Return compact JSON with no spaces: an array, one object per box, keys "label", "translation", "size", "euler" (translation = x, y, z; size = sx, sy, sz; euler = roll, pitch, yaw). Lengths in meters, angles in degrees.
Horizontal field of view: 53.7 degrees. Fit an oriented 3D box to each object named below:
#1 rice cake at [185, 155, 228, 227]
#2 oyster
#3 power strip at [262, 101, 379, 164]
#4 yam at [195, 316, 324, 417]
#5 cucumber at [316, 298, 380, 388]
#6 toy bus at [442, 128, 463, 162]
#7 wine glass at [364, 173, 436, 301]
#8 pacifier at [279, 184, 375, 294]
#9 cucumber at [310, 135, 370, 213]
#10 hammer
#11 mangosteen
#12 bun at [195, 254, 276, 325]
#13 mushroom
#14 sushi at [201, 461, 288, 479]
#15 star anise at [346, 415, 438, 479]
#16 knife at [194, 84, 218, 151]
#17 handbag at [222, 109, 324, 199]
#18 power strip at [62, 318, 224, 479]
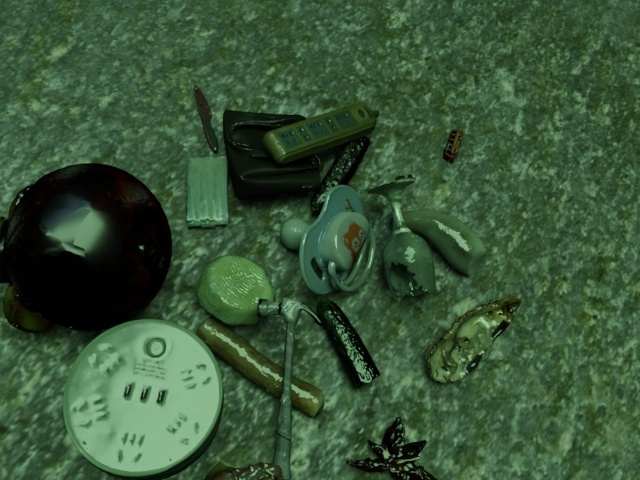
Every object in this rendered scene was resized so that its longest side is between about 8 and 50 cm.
[{"label":"rice cake","translation":[-0.305,-0.131,1.712],"size":[0.124,0.038,0.211],"euler":[-4,66,-12]},{"label":"oyster","translation":[0.396,0.245,1.630],"size":[0.345,0.079,0.128],"euler":[-35,95,-24]},{"label":"power strip","translation":[0.021,-0.302,1.729],"size":[0.388,0.066,0.092],"euler":[-25,73,-32]},{"label":"yam","translation":[-0.144,0.302,1.509],"size":[0.357,0.081,0.081],"euler":[31,64,5]},{"label":"cucumber","translation":[0.063,0.248,1.568],"size":[0.075,0.074,0.241],"euler":[-22,69,-18]},{"label":"toy bus","translation":[0.400,-0.287,1.904],"size":[0.043,0.031,0.110],"euler":[21,61,4]},{"label":"wine glass","translation":[0.214,-0.004,1.639],"size":[0.144,0.143,0.321],"euler":[-12,84,-14]},{"label":"pacifier","translation":[0.000,0.000,1.636],"size":[0.233,0.244,0.299],"euler":[12,55,31]},{"label":"cucumber","translation":[0.054,-0.184,1.780],"size":[0.072,0.072,0.300],"euler":[27,65,5]},{"label":"hammer","translation":[-0.087,0.345,1.446],"size":[0.152,0.044,0.426],"euler":[6,85,1]},{"label":"mangosteen","translation":[-0.548,0.027,1.420],"size":[0.422,0.381,0.380],"euler":[-18,68,-7]},{"label":"bun","translation":[-0.208,0.133,1.551],"size":[0.196,0.118,0.195],"euler":[17,40,-15]},{"label":"mushroom","translation":[0.327,-0.018,1.723],"size":[0.270,0.103,0.118],"euler":[34,100,11]},{"label":"sushi","translation":[-0.181,0.581,1.317],"size":[0.270,0.171,0.236],"euler":[-19,69,-19]},{"label":"star anise","translation":[0.182,0.499,1.477],"size":[0.212,0.053,0.157],"euler":[25,64,6]},{"label":"knife","translation":[-0.330,-0.357,1.829],"size":[0.035,0.018,0.247],"euler":[-14,66,-12]},{"label":"handbag","translation":[-0.134,-0.247,1.740],"size":[0.257,0.113,0.285],"euler":[-4,54,-17]},{"label":"power strip","translation":[-0.384,0.363,1.391],"size":[0.358,0.161,0.357],"euler":[4,64,-7]}]
